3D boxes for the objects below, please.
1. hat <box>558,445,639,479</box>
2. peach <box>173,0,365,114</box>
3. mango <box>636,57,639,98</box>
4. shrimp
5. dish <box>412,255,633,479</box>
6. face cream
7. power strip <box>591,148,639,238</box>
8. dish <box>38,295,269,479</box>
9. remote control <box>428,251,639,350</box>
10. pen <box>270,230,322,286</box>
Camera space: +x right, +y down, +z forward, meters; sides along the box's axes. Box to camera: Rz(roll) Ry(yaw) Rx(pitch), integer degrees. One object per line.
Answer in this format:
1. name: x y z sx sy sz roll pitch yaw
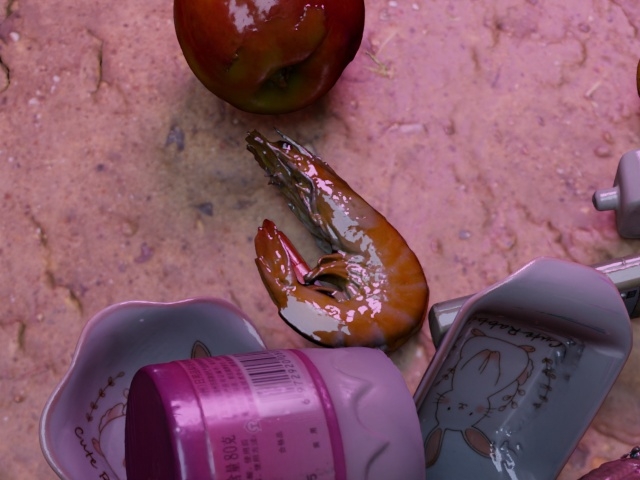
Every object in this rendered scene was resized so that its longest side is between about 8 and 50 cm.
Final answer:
1. hat: 0.336 0.187 0.828 0.286 0.236 0.107 -18 109 -22
2. peach: -0.047 -0.224 1.031 0.197 0.197 0.197 -3 69 7
3. mango: 0.408 -0.154 0.994 0.227 0.099 0.136 -3 62 -2
4. shrimp: 0.000 0.000 0.990 0.150 0.068 0.249 -23 68 -30
5. dish: 0.152 0.109 0.879 0.154 0.234 0.064 16 27 -16
6. face cream: -0.040 0.173 0.831 0.195 0.175 0.175 -3 67 -22
7. power strip: 0.437 -0.053 0.951 0.385 0.091 0.062 -4 67 7
8. dish: -0.134 0.162 0.937 0.229 0.081 0.229 6 74 -21
9. remote control: 0.210 0.056 0.935 0.233 0.098 0.038 -13 63 2
10. pen: 0.018 0.086 0.989 0.028 0.028 0.239 -34 69 -6
